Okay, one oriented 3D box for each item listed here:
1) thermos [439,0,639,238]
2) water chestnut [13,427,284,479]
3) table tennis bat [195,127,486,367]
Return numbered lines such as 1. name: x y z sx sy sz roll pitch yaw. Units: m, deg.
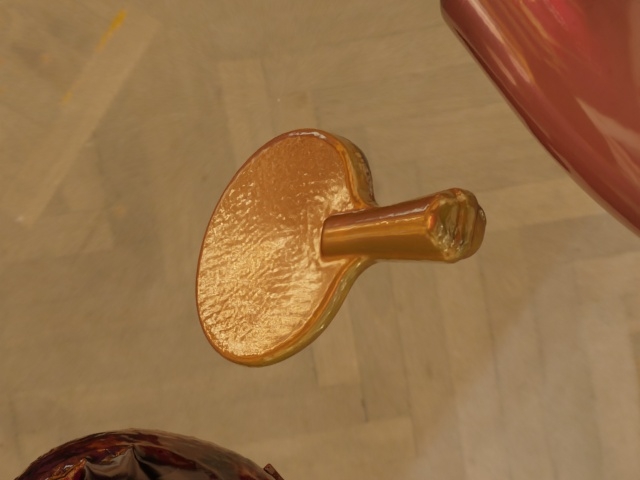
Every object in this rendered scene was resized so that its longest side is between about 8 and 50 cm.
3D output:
1. thermos: 0.203 -0.070 0.744 0.146 0.176 0.265 -42 68 25
2. water chestnut: -0.147 0.317 1.134 0.351 0.302 0.350 4 71 -11
3. table tennis bat: 0.000 0.000 1.014 0.050 0.321 0.198 24 71 -35
